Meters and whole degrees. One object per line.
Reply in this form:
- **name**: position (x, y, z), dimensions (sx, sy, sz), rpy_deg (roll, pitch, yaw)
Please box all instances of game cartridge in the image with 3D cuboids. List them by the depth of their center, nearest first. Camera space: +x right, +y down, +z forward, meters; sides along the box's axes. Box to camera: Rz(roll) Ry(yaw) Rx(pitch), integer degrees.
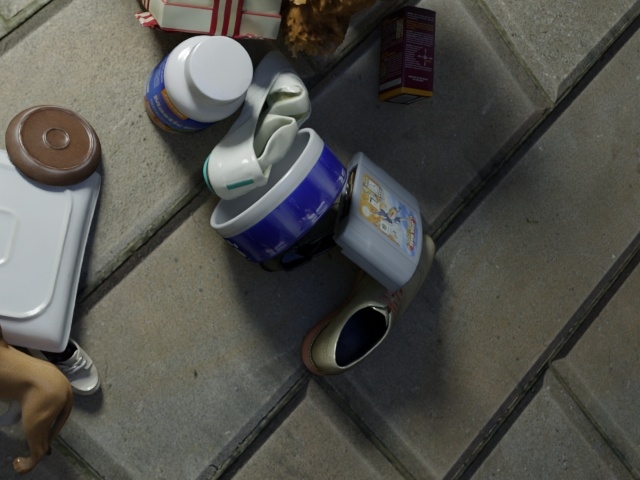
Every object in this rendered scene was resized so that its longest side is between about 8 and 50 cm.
- **game cartridge**: position (0.125, -0.039, 1.645), dimensions (0.198, 0.062, 0.297), rpy_deg (34, 36, -18)

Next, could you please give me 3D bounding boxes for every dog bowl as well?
- **dog bowl**: position (-0.079, -0.086, 1.527), dimensions (0.104, 0.265, 0.265), rpy_deg (46, 72, -19)

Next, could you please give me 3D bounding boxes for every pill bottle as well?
- **pill bottle**: position (-0.221, -0.283, 1.460), dimensions (0.152, 0.272, 0.152), rpy_deg (0, 89, -24)

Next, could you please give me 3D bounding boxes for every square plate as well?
- **square plate**: position (-0.576, -0.006, 1.378), dimensions (0.347, 0.049, 0.344), rpy_deg (14, 71, -22)

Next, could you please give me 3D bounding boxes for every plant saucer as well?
- **plant saucer**: position (-0.474, -0.177, 1.440), dimensions (0.168, 0.029, 0.168), rpy_deg (13, 61, -25)

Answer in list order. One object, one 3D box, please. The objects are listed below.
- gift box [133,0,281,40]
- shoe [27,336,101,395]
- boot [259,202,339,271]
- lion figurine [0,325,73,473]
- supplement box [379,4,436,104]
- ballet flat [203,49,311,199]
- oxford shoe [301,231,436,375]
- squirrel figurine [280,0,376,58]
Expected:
- **gift box**: position (-0.202, -0.490, 1.443), dimensions (0.255, 0.276, 0.258), rpy_deg (1, 124, -23)
- **shoe**: position (-0.480, 0.201, 1.449), dimensions (0.076, 0.058, 0.219), rpy_deg (-46, 107, -19)
- **boot**: position (0.000, 0.000, 1.618), dimensions (0.246, 0.161, 0.083), rpy_deg (-31, 102, -22)
- **lion figurine**: position (-0.534, 0.223, 1.327), dimensions (0.240, 0.142, 0.392), rpy_deg (-45, 133, 7)
- **supplement box**: position (0.188, -0.400, 1.744), dimensions (0.081, 0.104, 0.188), rpy_deg (4, 88, -25)
- **ballet flat**: position (-0.088, -0.226, 1.520), dimensions (0.139, 0.139, 0.400), rpy_deg (40, 46, -19)
- **oxford shoe**: position (0.133, 0.134, 1.685), dimensions (0.140, 0.146, 0.397), rpy_deg (44, 71, -15)
- **squirrel figurine**: position (0.049, -0.541, 1.534), dimensions (0.397, 0.370, 0.281), rpy_deg (-44, 118, -19)
